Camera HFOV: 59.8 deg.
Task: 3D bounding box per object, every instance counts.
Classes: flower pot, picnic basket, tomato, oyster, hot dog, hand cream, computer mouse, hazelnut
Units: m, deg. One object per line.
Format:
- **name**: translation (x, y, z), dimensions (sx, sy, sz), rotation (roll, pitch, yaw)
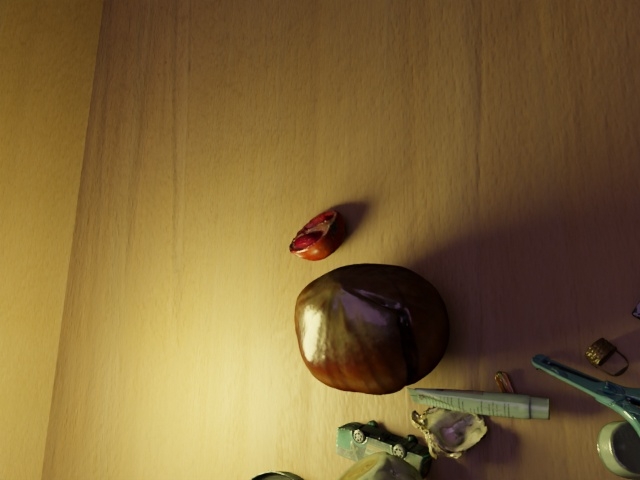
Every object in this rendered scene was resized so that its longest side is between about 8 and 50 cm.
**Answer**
- **flower pot**: translation (0.141, 0.624, 1.310), dimensions (0.246, 0.246, 0.195), rotation (-35, 85, 20)
- **picnic basket**: translation (0.650, 0.270, 1.258), dimensions (0.072, 0.072, 0.083), rotation (-51, 52, 10)
- **tomato**: translation (0.000, 0.000, 1.725), dimensions (0.173, 0.099, 0.189), rotation (-17, 28, 43)
- **oyster**: translation (0.321, 0.475, 1.413), dimensions (0.191, 0.081, 0.163), rotation (26, 65, 32)
- **hot dog**: translation (0.461, 0.364, 1.380), dimensions (0.037, 0.021, 0.083), rotation (-29, 64, 34)
- **hand cream**: translation (0.381, 0.398, 1.358), dimensions (0.331, 0.085, 0.058), rotation (-3, 52, 22)
- **computer mouse**: translation (0.710, 0.441, 1.174), dimensions (0.231, 0.079, 0.127), rotation (-2, 67, 17)
- **hazelnut**: translation (0.122, 0.224, 1.440), dimensions (0.409, 0.359, 0.359), rotation (-8, 73, 38)

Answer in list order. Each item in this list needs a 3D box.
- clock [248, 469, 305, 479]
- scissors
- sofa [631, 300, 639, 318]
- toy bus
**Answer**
- **clock**: translation (-0.122, 0.823, 1.596), dimensions (0.313, 0.061, 0.312), rotation (-9, 73, 30)
- **scissors**: translation (0.650, 0.337, 1.219), dimensions (0.393, 0.180, 0.032), rotation (23, 135, 44)
- **sofa**: translation (0.758, 0.132, 1.246), dimensions (0.060, 0.039, 0.118), rotation (34, 97, 35)
- **toy bus**: translation (0.166, 0.555, 1.476), dimensions (0.262, 0.091, 0.109), rotation (10, 93, 35)
